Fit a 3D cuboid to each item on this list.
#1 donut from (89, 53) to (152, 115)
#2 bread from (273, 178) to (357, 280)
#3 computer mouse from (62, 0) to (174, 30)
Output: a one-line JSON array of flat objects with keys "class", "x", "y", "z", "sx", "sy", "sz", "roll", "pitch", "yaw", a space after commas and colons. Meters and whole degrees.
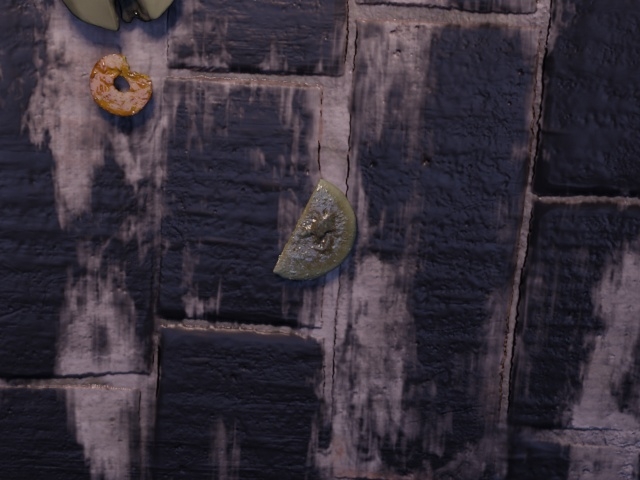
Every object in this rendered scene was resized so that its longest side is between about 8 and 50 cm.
[{"class": "donut", "x": -0.345, "y": -0.267, "z": 1.862, "sx": 0.097, "sy": 0.043, "sz": 0.108, "roll": -44, "pitch": 101, "yaw": 8}, {"class": "bread", "x": 0.005, "y": -0.001, "z": 1.936, "sx": 0.112, "sy": 0.036, "sz": 0.193, "roll": 26, "pitch": 102, "yaw": -8}, {"class": "computer mouse", "x": -0.368, "y": -0.555, "z": 1.743, "sx": 0.228, "sy": 0.145, "sz": 0.429, "roll": -15, "pitch": 104, "yaw": 0}]
